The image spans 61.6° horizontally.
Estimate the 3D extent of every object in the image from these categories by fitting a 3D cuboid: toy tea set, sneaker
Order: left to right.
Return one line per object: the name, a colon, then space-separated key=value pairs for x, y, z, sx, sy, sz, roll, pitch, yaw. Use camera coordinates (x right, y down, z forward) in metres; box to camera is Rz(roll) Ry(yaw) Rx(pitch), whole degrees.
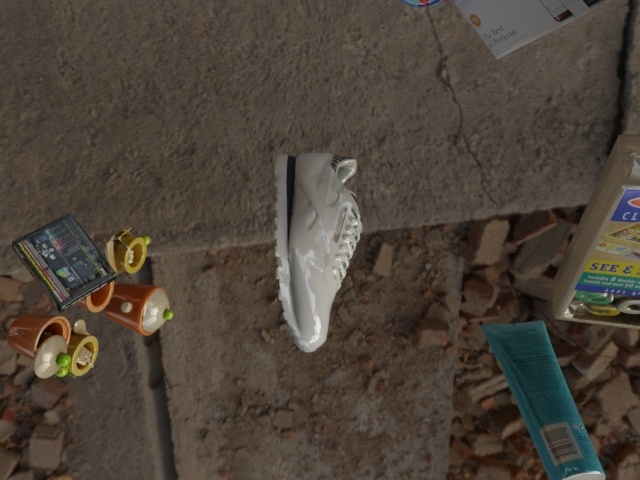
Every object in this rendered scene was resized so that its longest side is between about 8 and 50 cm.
toy tea set: x=-0.360 y=0.130 z=0.918 sx=0.124 sy=0.336 sz=0.200 roll=12 pitch=122 yaw=12
sneaker: x=0.000 y=0.000 z=0.563 sx=0.094 sy=0.235 sz=0.090 roll=-1 pitch=151 yaw=-2

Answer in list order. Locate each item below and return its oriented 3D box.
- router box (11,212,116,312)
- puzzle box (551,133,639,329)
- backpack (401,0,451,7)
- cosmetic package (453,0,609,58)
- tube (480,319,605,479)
router box: x=-0.380 y=0.033 z=0.800 sx=0.122 sy=0.092 sz=0.038 roll=54 pitch=144 yaw=0
puzzle box: x=0.437 y=0.023 z=0.454 sx=0.408 sy=0.052 sz=0.272 roll=5 pitch=152 yaw=16
backpack: x=0.126 y=-0.363 z=0.642 sx=0.158 sy=0.117 sz=0.173 roll=38 pitch=142 yaw=0
cosmetic package: x=0.252 y=-0.288 z=0.590 sx=0.060 sy=0.239 sz=0.099 roll=-43 pitch=101 yaw=-12
tube: x=0.255 y=0.176 z=0.619 sx=0.080 sy=0.207 sz=0.052 roll=-2 pitch=134 yaw=-4
